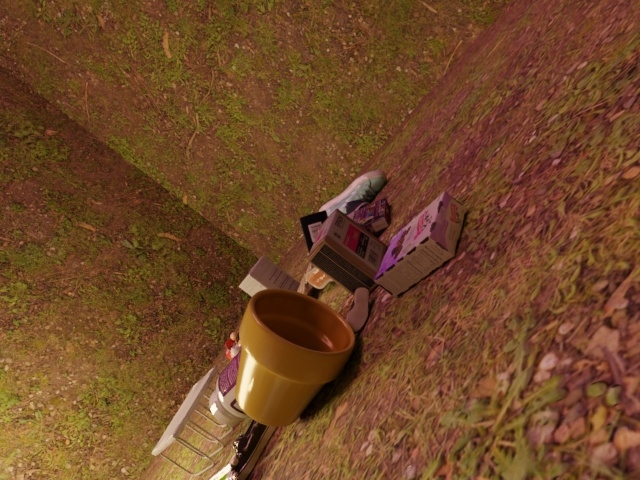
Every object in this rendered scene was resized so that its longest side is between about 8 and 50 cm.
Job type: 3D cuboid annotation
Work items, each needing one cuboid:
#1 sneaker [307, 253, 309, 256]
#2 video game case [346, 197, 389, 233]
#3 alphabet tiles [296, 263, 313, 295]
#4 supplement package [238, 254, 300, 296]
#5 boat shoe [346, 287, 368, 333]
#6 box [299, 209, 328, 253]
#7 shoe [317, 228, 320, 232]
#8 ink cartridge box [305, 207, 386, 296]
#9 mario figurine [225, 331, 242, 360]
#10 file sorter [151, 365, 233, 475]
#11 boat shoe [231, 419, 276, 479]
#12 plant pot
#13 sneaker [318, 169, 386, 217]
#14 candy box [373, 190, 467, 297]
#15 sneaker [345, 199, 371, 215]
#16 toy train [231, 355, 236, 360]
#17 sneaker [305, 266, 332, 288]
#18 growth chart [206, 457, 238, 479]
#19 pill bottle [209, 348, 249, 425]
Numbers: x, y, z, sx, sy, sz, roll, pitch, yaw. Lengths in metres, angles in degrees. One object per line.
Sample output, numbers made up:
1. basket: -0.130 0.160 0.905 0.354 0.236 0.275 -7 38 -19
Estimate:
1. sneaker: 0.023 0.032 2.340 0.115 0.105 0.281 97 -161 -47
2. video game case: 0.143 -0.061 1.795 0.210 0.042 0.232 -25 15 16
3. alphabet tiles: -0.079 0.218 2.009 0.284 0.021 0.278 -101 32 -81
4. supplement package: -0.218 0.210 2.287 0.139 0.244 0.134 -46 9 49
5. boat shoe: 0.094 0.177 1.241 0.133 0.048 0.042 -72 -14 -45
6. box: 0.000 0.000 1.921 0.108 0.153 0.207 -17 -17 1
7. shoe: 0.077 -0.007 1.665 0.063 0.177 0.081 -16 -78 -80
8. ink cartridge box: 0.079 0.033 1.422 0.088 0.193 0.235 -49 8 26
9. mario figurine: -0.305 0.399 2.194 0.320 0.170 0.198 -43 -25 17
10. file sorter: -0.390 0.611 1.700 0.193 0.173 0.278 -46 10 40
11. boat shoe: -0.182 0.509 1.259 0.219 0.070 0.078 -56 8 -28
12. plant pot: -0.080 0.274 1.150 0.254 0.253 0.239 -73 7 -71
13. sneaker: 0.165 -0.161 2.288 0.365 0.135 0.150 -38 55 19
14. candy box: 0.219 0.010 1.113 0.196 0.070 0.165 -47 9 45
15. sneaker: 0.117 -0.081 2.133 0.226 0.086 0.163 -43 18 2
16. toy train: -0.314 0.532 1.964 0.248 0.105 0.144 -41 27 60
17. sneaker: 0.050 0.077 1.755 0.121 0.108 0.302 -50 10 -28
18. growth chart: -0.236 0.613 1.134 0.172 0.021 0.237 -50 21 24
19. pill bottle: -0.197 0.405 1.475 0.302 0.169 0.169 -49 8 27
